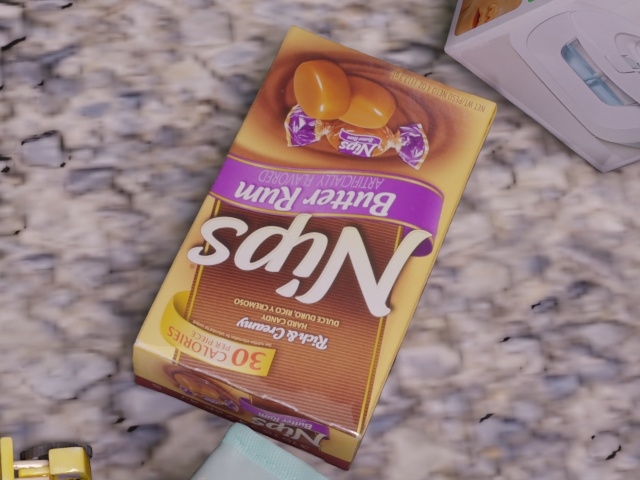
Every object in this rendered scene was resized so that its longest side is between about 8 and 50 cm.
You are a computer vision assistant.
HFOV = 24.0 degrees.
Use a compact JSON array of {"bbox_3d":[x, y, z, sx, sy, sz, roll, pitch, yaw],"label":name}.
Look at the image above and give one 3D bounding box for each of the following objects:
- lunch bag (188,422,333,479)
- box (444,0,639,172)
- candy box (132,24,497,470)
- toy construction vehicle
[{"bbox_3d":[0.020,0.219,0.501,0.262,0.160,0.223,23,63,33],"label":"lunch bag"},{"bbox_3d":[0.205,-0.193,0.708,0.127,0.231,0.262,32,60,-27],"label":"box"},{"bbox_3d":[0.000,0.000,0.703,0.109,0.053,0.186,21,65,5],"label":"candy box"},{"bbox_3d":[-0.144,0.125,0.635,0.098,0.035,0.085,-3,63,-7],"label":"toy construction vehicle"}]
